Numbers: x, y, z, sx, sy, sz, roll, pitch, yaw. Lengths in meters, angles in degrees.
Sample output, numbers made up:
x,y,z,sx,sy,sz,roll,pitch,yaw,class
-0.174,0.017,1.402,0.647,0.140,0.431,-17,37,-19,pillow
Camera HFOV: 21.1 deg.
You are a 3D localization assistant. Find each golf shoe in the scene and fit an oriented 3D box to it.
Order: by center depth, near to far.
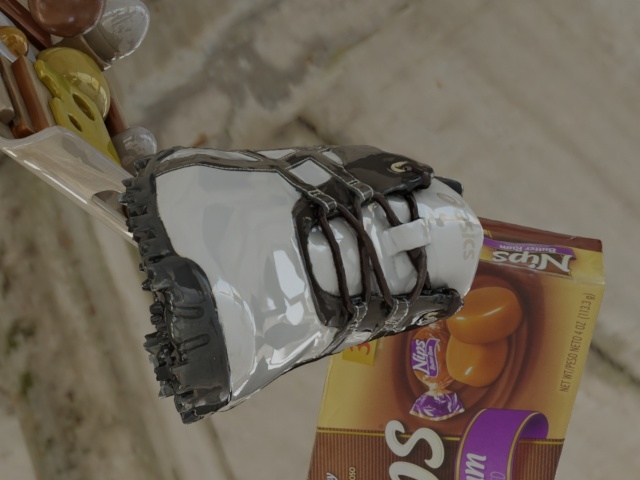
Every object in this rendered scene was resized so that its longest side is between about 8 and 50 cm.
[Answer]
x,y,z,sx,sy,sz,roll,pitch,yaw,class
0.000,0.000,0.521,0.094,0.198,0.077,-11,-82,11,golf shoe

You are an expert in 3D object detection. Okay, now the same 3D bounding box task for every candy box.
x,y,z,sx,sy,sz,roll,pitch,yaw,class
0.053,0.080,0.764,0.109,0.053,0.187,12,-66,2,candy box

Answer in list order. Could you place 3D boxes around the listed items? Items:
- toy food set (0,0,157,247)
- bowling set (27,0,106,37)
x,y,z,sx,sy,sz,roll,pitch,yaw,class
-0.176,-0.127,1.304,0.092,0.306,0.220,-37,-39,12,toy food set
-0.134,-0.246,1.186,0.154,0.287,0.200,-17,-41,-56,bowling set
